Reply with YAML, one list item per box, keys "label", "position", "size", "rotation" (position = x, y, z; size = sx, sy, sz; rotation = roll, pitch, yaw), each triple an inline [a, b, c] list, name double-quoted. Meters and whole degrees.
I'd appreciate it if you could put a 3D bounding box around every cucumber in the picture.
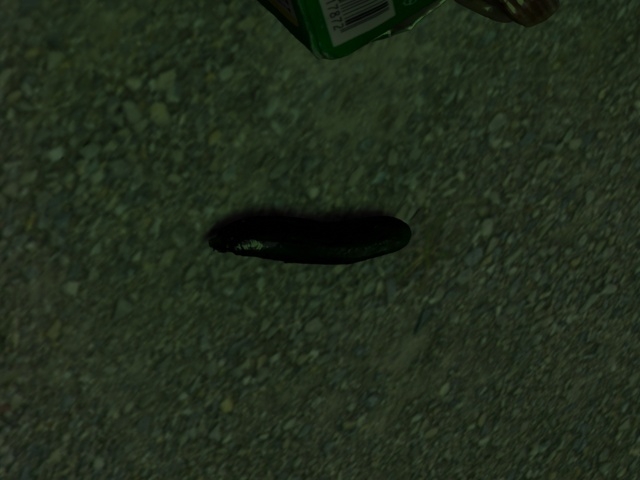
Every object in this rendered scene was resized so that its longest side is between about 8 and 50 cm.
- label: "cucumber"
  position: [0.000, 0.000, 1.322]
  size: [0.184, 0.036, 0.033]
  rotation: [-1, 146, -49]

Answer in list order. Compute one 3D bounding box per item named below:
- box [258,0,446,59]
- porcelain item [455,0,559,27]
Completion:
- label: "box"
  position: [-0.025, -0.218, 0.954]
  size: [0.103, 0.180, 0.250]
  rotation: [-36, 145, -12]
- label: "porcelain item"
  position: [0.113, -0.161, 1.159]
  size: [0.084, 0.054, 0.213]
  rotation: [-39, -168, 11]
